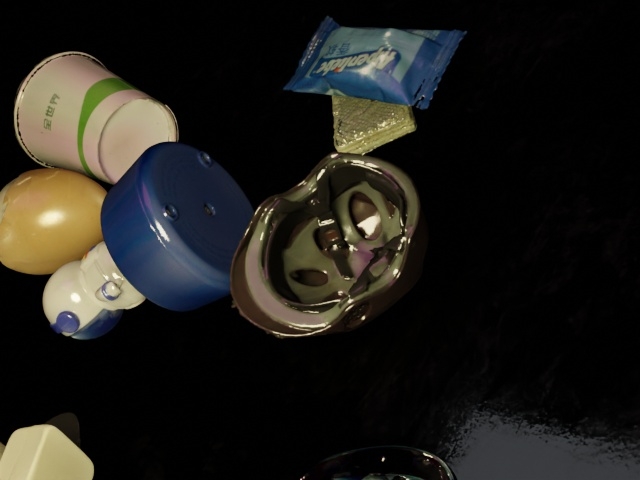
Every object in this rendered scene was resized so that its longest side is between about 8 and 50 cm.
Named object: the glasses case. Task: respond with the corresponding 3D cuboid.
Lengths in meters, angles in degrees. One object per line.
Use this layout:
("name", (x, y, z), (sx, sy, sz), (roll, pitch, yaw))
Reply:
("glasses case", (-0.414, 0.418, 1.381), (0.070, 0.131, 0.313), (-11, 44, 23))

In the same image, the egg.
("egg", (-0.504, -0.038, 1.885), (0.244, 0.201, 0.201), (-8, 44, 12))

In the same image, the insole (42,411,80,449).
("insole", (-0.400, 0.397, 1.507), (0.119, 0.009, 0.348), (-27, 39, 8))

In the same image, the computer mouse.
("computer mouse", (0.051, 0.313, 1.195), (0.233, 0.096, 0.137), (-15, 42, 26))

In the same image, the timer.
("timer", (-0.312, 0.041, 1.661), (0.383, 0.270, 0.270), (-33, 35, 27))

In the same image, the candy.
("candy", (0.091, -0.320, 1.771), (0.331, 0.077, 0.187), (12, 63, 41))

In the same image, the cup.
("cup", (-0.447, -0.234, 2.022), (0.274, 0.253, 0.253), (24, 66, 41))

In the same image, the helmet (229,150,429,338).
("helmet", (0.026, 0.027, 1.440), (0.305, 0.177, 0.225), (-40, 62, 3))

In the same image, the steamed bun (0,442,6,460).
("steamed bun", (-0.538, 0.385, 1.505), (0.164, 0.146, 0.242), (-33, 37, 7))

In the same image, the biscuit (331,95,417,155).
("biscuit", (0.092, -0.254, 1.795), (0.147, 0.046, 0.250), (-21, 40, 18))
